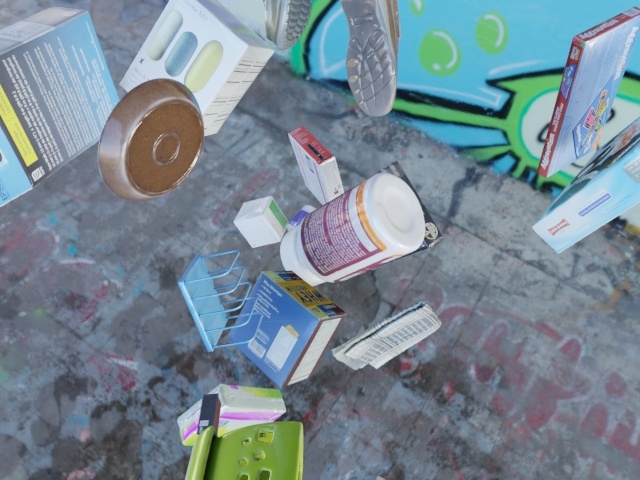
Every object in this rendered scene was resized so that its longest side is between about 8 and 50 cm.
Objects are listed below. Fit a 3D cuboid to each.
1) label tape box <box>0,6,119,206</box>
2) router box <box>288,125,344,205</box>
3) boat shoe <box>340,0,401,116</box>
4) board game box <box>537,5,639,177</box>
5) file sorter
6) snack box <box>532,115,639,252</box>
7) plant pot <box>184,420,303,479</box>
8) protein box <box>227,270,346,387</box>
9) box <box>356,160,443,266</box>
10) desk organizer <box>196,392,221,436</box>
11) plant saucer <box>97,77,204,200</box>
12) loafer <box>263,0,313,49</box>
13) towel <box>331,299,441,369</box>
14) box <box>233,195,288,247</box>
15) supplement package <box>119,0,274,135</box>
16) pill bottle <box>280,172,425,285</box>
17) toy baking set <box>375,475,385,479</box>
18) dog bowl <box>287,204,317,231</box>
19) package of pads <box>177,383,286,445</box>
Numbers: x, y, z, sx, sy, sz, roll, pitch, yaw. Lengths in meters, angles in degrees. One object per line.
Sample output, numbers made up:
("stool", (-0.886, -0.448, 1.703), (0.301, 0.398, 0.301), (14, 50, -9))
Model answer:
("label tape box", (-0.568, -0.269, 1.005), (0.115, 0.249, 0.348), (17, 47, 21))
("router box", (-0.007, -0.309, 2.340), (0.082, 0.336, 0.301), (-30, 49, -10))
("boat shoe", (0.125, -0.432, 1.095), (0.123, 0.325, 0.116), (11, 30, 36))
("board game box", (0.473, -0.251, 0.916), (0.145, 0.281, 0.027), (-28, 51, -16))
("file sorter", (-0.200, 0.120, 1.069), (0.104, 0.171, 0.118), (-12, 24, 12))
("snack box", (0.457, -0.119, 0.763), (0.060, 0.187, 0.322), (48, 51, 8))
("plant pot", (-0.143, 0.485, 0.967), (0.206, 0.228, 0.227), (3, 45, 2))
("protein box", (-0.084, 0.212, 1.276), (0.199, 0.201, 0.136), (36, 16, 26))
("box", (0.232, -0.077, 1.917), (0.097, 0.395, 0.318), (-33, 91, -29))
("desk organizer", (-0.307, 0.493, 1.426), (0.047, 0.050, 0.130), (-6, 36, 1))
("plant saucer", (-0.206, -0.122, 0.664), (0.029, 0.169, 0.168), (29, 55, 20))
("loafer", (-0.064, -0.427, 0.792), (0.087, 0.252, 0.094), (10, 17, 20))
("towel", (0.216, 0.308, 1.594), (0.324, 0.312, 0.056), (-31, 63, 8))
("box", (-0.161, -0.051, 1.407), (0.101, 0.101, 0.087), (-12, 38, 29))
("supplement package", (-0.284, -0.408, 1.208), (0.199, 0.263, 0.198), (41, 21, -2))
("pill bottle", (0.077, -0.013, 1.451), (0.224, 0.392, 0.224), (21, 56, -36))
("toy baking set", (0.183, 0.755, 1.400), (0.030, 0.197, 0.256), (22, 42, -19))
("dog bowl", (0.000, 0.000, 1.884), (0.265, 0.265, 0.104), (41, 78, 20))
("package of pads", (-0.286, 0.572, 1.670), (0.229, 0.296, 0.101), (-42, 53, 17))
